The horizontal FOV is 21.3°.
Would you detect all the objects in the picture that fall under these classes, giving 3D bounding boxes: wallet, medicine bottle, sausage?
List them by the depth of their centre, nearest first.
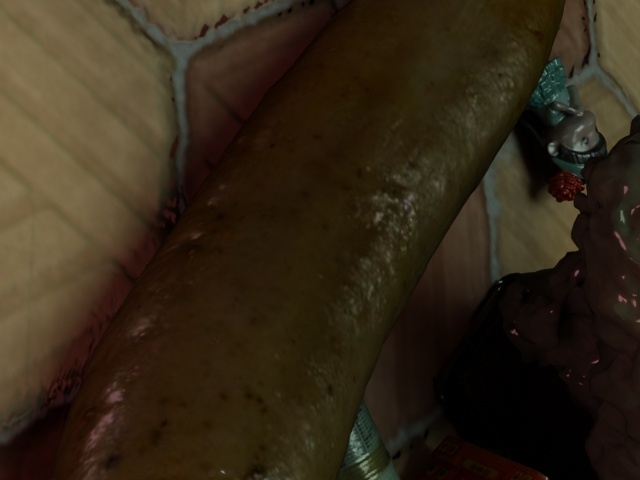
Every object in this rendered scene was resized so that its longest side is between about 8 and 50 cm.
[{"bbox_3d":[-0.002,0.000,0.858,0.501,0.136,0.123,-60,141,-38],"label":"sausage"},{"bbox_3d":[0.008,0.106,0.905,0.047,0.047,0.083,-38,107,-44],"label":"medicine bottle"},{"bbox_3d":[0.147,0.128,1.055,0.198,0.031,0.110,56,47,-20],"label":"wallet"}]

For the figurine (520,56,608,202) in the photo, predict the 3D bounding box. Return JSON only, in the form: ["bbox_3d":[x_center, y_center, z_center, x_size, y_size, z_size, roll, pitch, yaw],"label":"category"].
[{"bbox_3d":[0.148,-0.080,1.096,0.060,0.047,0.106,-42,109,-52],"label":"figurine"}]

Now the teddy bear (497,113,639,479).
[{"bbox_3d":[0.276,0.076,0.992,0.367,0.357,0.224,-63,173,-83],"label":"teddy bear"}]

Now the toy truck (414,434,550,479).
[{"bbox_3d":[0.140,0.229,0.963,0.114,0.107,0.252,-45,115,-17],"label":"toy truck"}]
